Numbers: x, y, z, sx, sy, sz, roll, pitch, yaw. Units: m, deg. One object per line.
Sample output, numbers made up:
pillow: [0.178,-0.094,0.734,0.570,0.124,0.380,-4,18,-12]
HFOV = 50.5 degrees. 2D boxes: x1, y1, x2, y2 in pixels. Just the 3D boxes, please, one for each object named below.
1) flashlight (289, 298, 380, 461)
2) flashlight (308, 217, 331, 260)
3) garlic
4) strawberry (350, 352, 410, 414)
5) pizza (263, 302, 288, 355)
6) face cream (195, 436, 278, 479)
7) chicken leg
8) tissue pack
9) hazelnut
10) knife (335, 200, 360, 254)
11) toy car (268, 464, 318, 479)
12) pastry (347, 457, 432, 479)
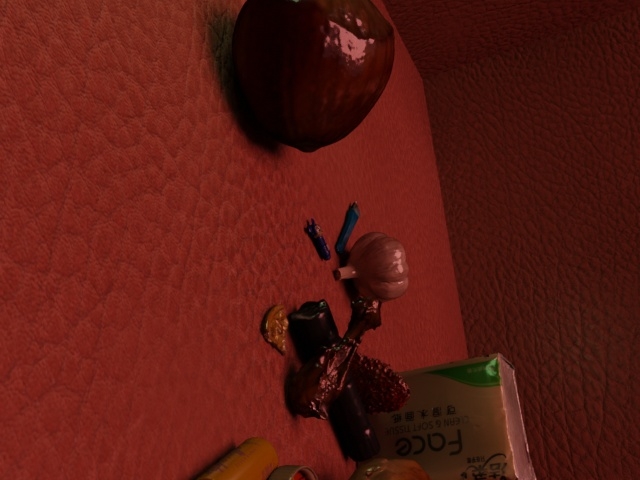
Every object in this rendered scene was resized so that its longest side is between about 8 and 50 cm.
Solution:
flashlight: [0.044,0.335,1.585,0.103,0.103,0.423,-59,131,-62]
flashlight: [0.000,0.000,1.785,0.057,0.036,0.121,-73,143,-56]
garlic: [0.126,0.083,1.929,0.212,0.219,0.218,-9,83,-29]
strawberry: [0.114,0.351,1.661,0.087,0.208,0.167,-14,81,-34]
pizza: [-0.085,0.195,1.449,0.123,0.027,0.108,-58,132,-64]
face cream: [-0.153,0.391,1.062,0.273,0.078,0.078,-13,88,-69]
chicken leg: [0.041,0.249,1.470,0.113,0.093,0.304,39,74,-9]
tissue pack: [0.302,0.487,1.719,0.205,0.405,0.331,44,37,-49]
hazelnut: [-0.023,-0.414,1.608,0.420,0.353,0.420,-56,159,-34]
knife: [0.083,-0.041,2.048,0.044,0.026,0.296,64,26,-20]
toy car: [-0.052,0.490,1.134,0.235,0.145,0.234,-9,90,-67]
pastry: [0.146,0.660,1.414,0.409,0.245,0.409,-18,90,-72]
